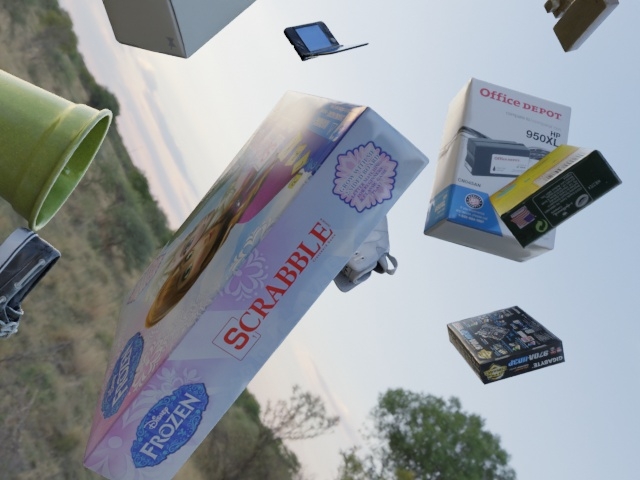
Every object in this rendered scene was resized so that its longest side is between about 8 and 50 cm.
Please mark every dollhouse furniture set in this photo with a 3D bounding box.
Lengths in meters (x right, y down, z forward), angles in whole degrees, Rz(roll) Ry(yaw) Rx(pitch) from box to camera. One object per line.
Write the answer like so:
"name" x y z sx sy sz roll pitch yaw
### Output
"dollhouse furniture set" 0.440 -0.413 0.940 0.144 0.123 0.151 116 -45 -70

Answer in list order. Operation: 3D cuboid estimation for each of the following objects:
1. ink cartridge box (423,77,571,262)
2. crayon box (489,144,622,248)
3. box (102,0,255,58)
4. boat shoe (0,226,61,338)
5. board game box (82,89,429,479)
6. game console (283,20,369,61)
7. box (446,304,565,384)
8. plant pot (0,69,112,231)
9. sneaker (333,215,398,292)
"ink cartridge box" 0.453 -0.178 1.527 0.166 0.285 0.395 125 -21 -73
"crayon box" 0.450 -0.100 1.193 0.081 0.202 0.318 52 17 -2
"box" -0.185 -0.423 0.932 0.147 0.311 0.121 18 -38 21
"boat shoe" -0.594 0.127 1.089 0.105 0.306 0.113 35 -12 -6
"board game box" -0.079 0.008 0.555 0.066 0.318 0.319 37 4 -19
"game console" 0.011 -0.383 1.124 0.107 0.122 0.071 56 -44 3
"box" 0.389 0.217 1.281 0.220 0.175 0.051 -116 -168 -75
"plant pot" -0.581 -0.197 1.127 0.253 0.276 0.276 31 -7 -15
"sneaker" 0.000 0.000 1.327 0.137 0.365 0.210 116 -35 -57
